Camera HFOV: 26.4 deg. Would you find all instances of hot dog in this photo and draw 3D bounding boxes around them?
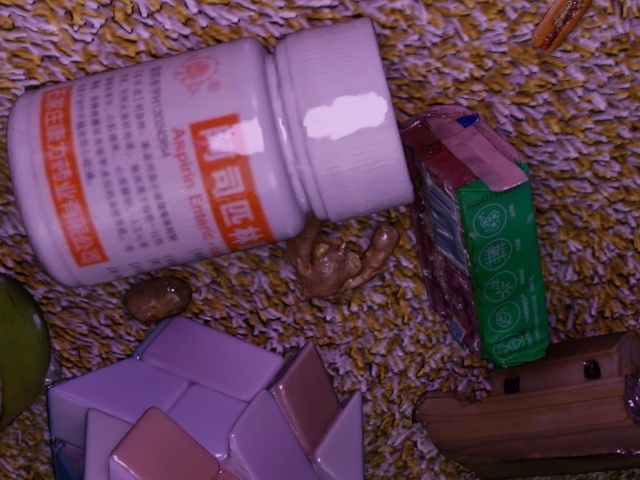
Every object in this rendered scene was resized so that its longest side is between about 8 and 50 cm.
[{"bbox_3d":[0.251,-0.228,1.411,0.037,0.021,0.083,16,127,-20],"label":"hot dog"}]

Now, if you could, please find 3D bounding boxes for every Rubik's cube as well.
[{"bbox_3d":[-0.134,0.307,1.592,0.368,0.358,0.387,20,133,19],"label":"Rubik's cube"}]

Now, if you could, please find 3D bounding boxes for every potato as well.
[{"bbox_3d":[-0.190,0.068,1.596,0.083,0.040,0.051,-11,107,10],"label":"potato"}]

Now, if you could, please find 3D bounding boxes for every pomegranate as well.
[{"bbox_3d":[-0.414,0.111,1.545,0.241,0.159,0.190,13,120,16],"label":"pomegranate"}]

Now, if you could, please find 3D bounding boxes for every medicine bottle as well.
[{"bbox_3d":[-0.105,-0.088,1.365,0.371,0.211,0.211,-13,130,5],"label":"medicine bottle"}]

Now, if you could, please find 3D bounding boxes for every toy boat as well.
[{"bbox_3d":[0.320,0.195,1.632,0.445,0.162,0.136,-14,149,42],"label":"toy boat"}]

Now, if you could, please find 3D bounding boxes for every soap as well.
[{"bbox_3d":[0.167,-0.001,1.479,0.098,0.218,0.273,-21,126,-9],"label":"soap"}]

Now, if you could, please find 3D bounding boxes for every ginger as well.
[{"bbox_3d":[0.000,0.000,1.553,0.193,0.052,0.176,8,123,-14],"label":"ginger"}]

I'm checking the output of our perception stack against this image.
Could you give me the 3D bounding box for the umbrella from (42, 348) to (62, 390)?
[{"bbox_3d":[-0.382,0.165,1.643,0.143,0.067,0.062,-16,171,-3],"label":"umbrella"}]
